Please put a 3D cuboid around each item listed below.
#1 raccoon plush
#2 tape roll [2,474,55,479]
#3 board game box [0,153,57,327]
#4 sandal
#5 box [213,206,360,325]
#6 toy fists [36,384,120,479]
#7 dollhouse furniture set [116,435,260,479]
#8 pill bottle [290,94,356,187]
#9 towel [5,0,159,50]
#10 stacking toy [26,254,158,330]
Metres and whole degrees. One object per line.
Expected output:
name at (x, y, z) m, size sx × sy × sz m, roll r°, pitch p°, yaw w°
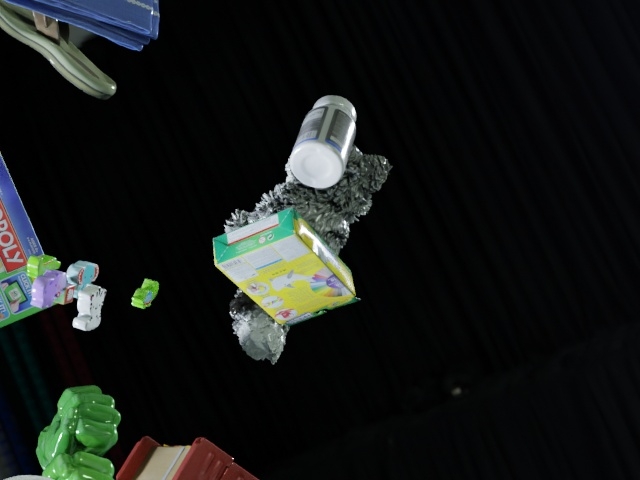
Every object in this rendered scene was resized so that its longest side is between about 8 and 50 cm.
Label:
raccoon plush at (0.000, 0.000, 2.086) m, size 0.299 × 0.216 × 0.446 m, roll -51°, pitch 28°, yaw 22°
tape roll at (-0.374, 0.418, 1.407) m, size 0.169 × 0.246 × 0.246 m, roll -30°, pitch -8°, yaw 34°
board game box at (-0.570, -0.007, 1.915) m, size 0.213 × 0.317 × 0.046 m, roll -24°, pitch 4°, yaw -11°
sandal at (-0.443, -0.355, 1.967) m, size 0.086 × 0.302 × 0.120 m, roll -45°, pitch 17°, yaw 15°
box at (-0.034, 0.037, 1.374) m, size 0.105 × 0.043 × 0.179 m, roll -21°, pitch -38°, yaw 17°
toy fists at (-0.361, 0.331, 1.760) m, size 0.142 × 0.096 × 0.279 m, roll -43°, pitch 30°, yaw 26°
dollhouse furniture set at (-0.290, 0.515, 2.003) m, size 0.201 × 0.152 × 0.374 m, roll -9°, pitch 43°, yaw 51°
pill bottle at (0.008, -0.143, 1.698) m, size 0.078 × 0.078 × 0.137 m, roll -28°, pitch 27°, yaw 31°
towel at (-0.312, -0.391, 1.459) m, size 0.243 × 0.336 × 0.040 m, roll 16°, pitch -40°, yaw -29°
stacking toy at (-0.312, 0.049, 1.471) m, size 0.166 × 0.052 × 0.221 m, roll 15°, pitch 9°, yaw 14°
